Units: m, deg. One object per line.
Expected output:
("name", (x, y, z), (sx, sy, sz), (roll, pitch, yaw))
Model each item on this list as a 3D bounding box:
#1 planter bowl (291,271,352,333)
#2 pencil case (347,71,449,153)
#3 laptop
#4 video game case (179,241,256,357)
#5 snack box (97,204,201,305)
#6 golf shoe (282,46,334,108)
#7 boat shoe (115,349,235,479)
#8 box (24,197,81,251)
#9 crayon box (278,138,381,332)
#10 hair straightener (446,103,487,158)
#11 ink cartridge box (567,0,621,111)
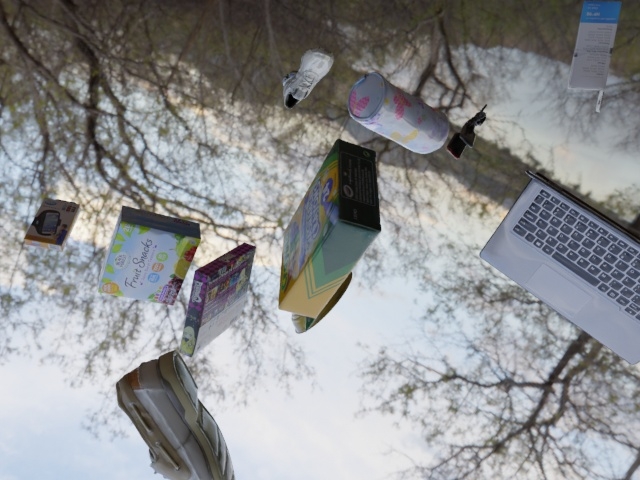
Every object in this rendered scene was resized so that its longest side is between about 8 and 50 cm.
("planter bowl", (-0.023, 0.132, 1.527), (0.090, 0.217, 0.217), (42, -166, -11))
("pencil case", (0.187, -0.294, 1.367), (0.114, 0.123, 0.273), (-14, 161, 42))
("laptop", (0.474, 0.073, 1.033), (0.382, 0.407, 0.236), (38, -128, 16))
("video game case", (-0.235, 0.132, 1.361), (0.042, 0.210, 0.232), (21, -158, 14))
("snack box", (-0.382, 0.038, 1.303), (0.175, 0.207, 0.070), (15, -149, -25))
("golf shoe", (-0.027, -0.343, 1.258), (0.069, 0.085, 0.176), (18, 157, -22))
("boat shoe", (-0.220, 0.321, 0.929), (0.104, 0.302, 0.113), (-21, -166, -3))
("box", (-0.595, -0.043, 1.312), (0.081, 0.028, 0.136), (11, -125, -6))
("crayon box", (0.000, 0.000, 1.088), (0.083, 0.322, 0.203), (16, -134, -16))
("hair straightener", (0.360, -0.262, 1.358), (0.047, 0.089, 0.230), (47, -142, 0))
("ink cartridge box", (0.478, -0.321, 1.034), (0.060, 0.179, 0.104), (10, -164, 20))
